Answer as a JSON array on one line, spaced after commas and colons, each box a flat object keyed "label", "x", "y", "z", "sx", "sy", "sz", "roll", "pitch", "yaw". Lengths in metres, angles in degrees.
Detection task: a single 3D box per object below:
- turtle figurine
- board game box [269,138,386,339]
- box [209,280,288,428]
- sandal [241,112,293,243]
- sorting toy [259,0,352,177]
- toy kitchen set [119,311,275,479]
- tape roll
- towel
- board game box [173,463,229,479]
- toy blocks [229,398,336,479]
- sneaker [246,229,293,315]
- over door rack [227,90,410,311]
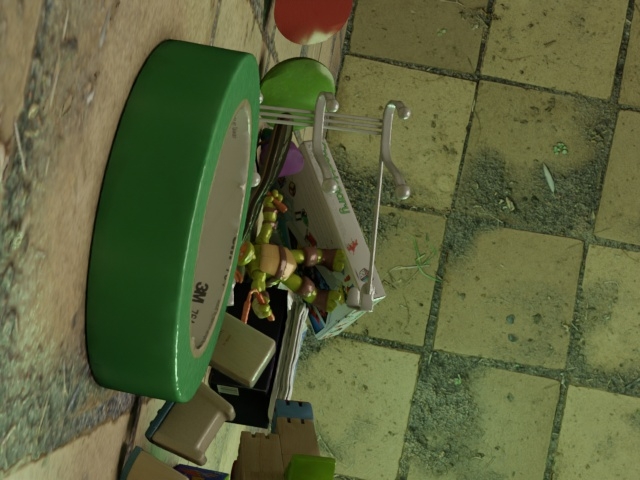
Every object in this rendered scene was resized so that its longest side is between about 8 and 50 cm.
[{"label": "turtle figurine", "x": -0.067, "y": 0.051, "z": 1.578, "sx": 0.087, "sy": 0.217, "sz": 0.269, "roll": -27, "pitch": -127, "yaw": 45}, {"label": "board game box", "x": 0.000, "y": 0.000, "z": 1.744, "sx": 0.193, "sy": 0.053, "sz": 0.305, "roll": -45, "pitch": -119, "yaw": 55}, {"label": "box", "x": -0.121, "y": 0.206, "z": 1.735, "sx": 0.261, "sy": 0.103, "sz": 0.184, "roll": 96, "pitch": 3, "yaw": -66}, {"label": "sandal", "x": -0.100, "y": -0.090, "z": 1.452, "sx": 0.219, "sy": 0.060, "sz": 0.090, "roll": -65, "pitch": 176, "yaw": 17}, {"label": "sorting toy", "x": -0.052, "y": -0.275, "z": 1.540, "sx": 0.126, "sy": 0.127, "sz": 0.365, "roll": -120, "pitch": -148, "yaw": -44}, {"label": "toy kitchen set", "x": -0.154, "y": 0.188, "z": 1.096, "sx": 0.207, "sy": 0.122, "sz": 0.166, "roll": -57, "pitch": 170, "yaw": -19}, {"label": "tape roll", "x": -0.124, "y": -0.017, "z": 0.898, "sx": 0.321, "sy": 0.077, "sz": 0.321, "roll": 10, "pitch": 90, "yaw": -88}, {"label": "towel", "x": -0.056, "y": 0.227, "z": 1.747, "sx": 0.285, "sy": 0.034, "sz": 0.209, "roll": 95, "pitch": 7, "yaw": -76}, {"label": "board game box", "x": -0.202, "y": 0.482, "z": 1.290, "sx": 0.233, "sy": 0.078, "sz": 0.347, "roll": 80, "pitch": 21, "yaw": -84}, {"label": "toy blocks", "x": -0.070, "y": 0.378, "z": 1.246, "sx": 0.261, "sy": 0.191, "sz": 0.381, "roll": -109, "pitch": -153, "yaw": -72}, {"label": "sneaker", "x": -0.106, "y": 0.107, "z": 1.878, "sx": 0.121, "sy": 0.099, "sz": 0.262, "roll": -57, "pitch": 152, "yaw": -63}, {"label": "over door rack", "x": -0.008, "y": -0.044, "z": 1.378, "sx": 0.108, "sy": 0.239, "sz": 0.324, "roll": -137, "pitch": -126, "yaw": -65}]
